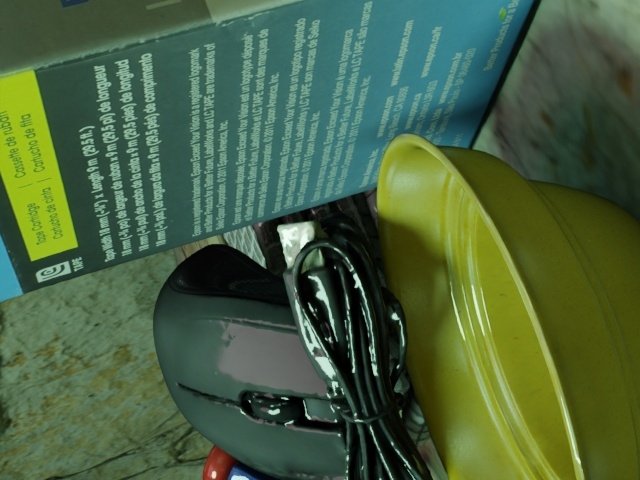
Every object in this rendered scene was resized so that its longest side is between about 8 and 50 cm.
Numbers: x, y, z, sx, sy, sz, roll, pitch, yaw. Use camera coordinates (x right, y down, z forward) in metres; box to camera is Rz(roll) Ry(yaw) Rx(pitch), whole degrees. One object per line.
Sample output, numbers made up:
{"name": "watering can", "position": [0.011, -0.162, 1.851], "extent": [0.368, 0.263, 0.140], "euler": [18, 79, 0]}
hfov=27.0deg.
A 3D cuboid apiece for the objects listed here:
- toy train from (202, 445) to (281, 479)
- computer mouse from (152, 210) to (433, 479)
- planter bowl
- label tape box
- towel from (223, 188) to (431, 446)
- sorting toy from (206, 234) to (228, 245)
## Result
{"name": "toy train", "position": [-0.044, 0.206, 0.845], "extent": [0.143, 0.105, 0.248], "euler": [-66, -14, 7]}
{"name": "computer mouse", "position": [-0.038, 0.071, 0.759], "extent": [0.272, 0.072, 0.188], "euler": [12, 122, 63]}
{"name": "planter bowl", "position": [0.105, 0.045, 0.586], "extent": [0.217, 0.090, 0.217], "euler": [163, 90, -79]}
{"name": "label tape box", "position": [-0.077, -0.082, 0.650], "extent": [0.240, 0.333, 0.106], "euler": [104, 148, -68]}
{"name": "towel", "position": [0.000, 0.000, 0.944], "extent": [0.235, 0.121, 0.284], "euler": [97, 154, -65]}
{"name": "sorting toy", "position": [0.000, 0.115, 1.117], "extent": [0.229, 0.041, 0.307], "euler": [44, -164, -45]}
